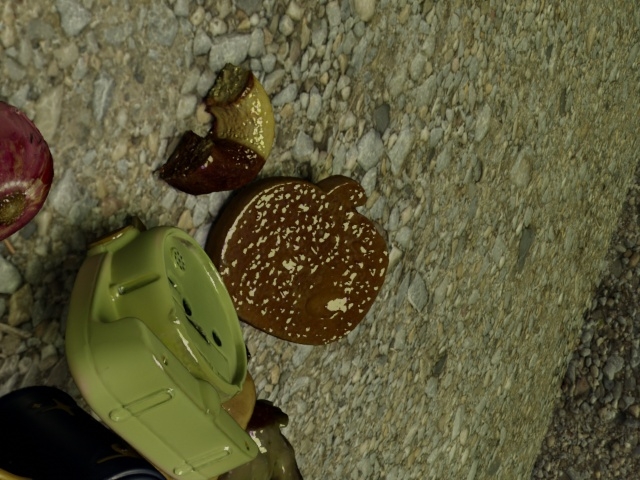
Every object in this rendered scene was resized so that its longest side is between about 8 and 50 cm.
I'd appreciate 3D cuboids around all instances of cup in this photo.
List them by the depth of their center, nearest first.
[{"bbox_3d":[-0.341,0.304,0.777,0.254,0.256,0.179,10,94,-49],"label":"cup"}]

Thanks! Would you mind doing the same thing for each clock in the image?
[{"bbox_3d":[-0.196,0.111,0.858,0.117,0.349,0.286,-24,131,7],"label":"clock"}]

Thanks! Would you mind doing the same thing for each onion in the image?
[{"bbox_3d":[-0.381,-0.072,0.704,0.177,0.153,0.177,-35,133,-49],"label":"onion"}]

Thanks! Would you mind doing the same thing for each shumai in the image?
[{"bbox_3d":[-0.102,0.432,1.109,0.346,0.216,0.283,24,81,-59],"label":"shumai"}]

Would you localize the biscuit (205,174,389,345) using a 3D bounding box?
[{"bbox_3d":[-0.026,0.023,1.158,0.367,0.063,0.314,30,85,-37],"label":"biscuit"}]

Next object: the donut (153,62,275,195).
[{"bbox_3d":[-0.136,-0.156,1.002,0.141,0.085,0.217,38,71,-47],"label":"donut"}]

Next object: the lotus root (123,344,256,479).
[{"bbox_3d":[-0.198,0.278,1.009,0.160,0.146,0.284,39,70,-26],"label":"lotus root"}]

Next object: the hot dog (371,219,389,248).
[{"bbox_3d":[0.078,0.042,1.329,0.191,0.059,0.108,-46,139,-36],"label":"hot dog"}]
